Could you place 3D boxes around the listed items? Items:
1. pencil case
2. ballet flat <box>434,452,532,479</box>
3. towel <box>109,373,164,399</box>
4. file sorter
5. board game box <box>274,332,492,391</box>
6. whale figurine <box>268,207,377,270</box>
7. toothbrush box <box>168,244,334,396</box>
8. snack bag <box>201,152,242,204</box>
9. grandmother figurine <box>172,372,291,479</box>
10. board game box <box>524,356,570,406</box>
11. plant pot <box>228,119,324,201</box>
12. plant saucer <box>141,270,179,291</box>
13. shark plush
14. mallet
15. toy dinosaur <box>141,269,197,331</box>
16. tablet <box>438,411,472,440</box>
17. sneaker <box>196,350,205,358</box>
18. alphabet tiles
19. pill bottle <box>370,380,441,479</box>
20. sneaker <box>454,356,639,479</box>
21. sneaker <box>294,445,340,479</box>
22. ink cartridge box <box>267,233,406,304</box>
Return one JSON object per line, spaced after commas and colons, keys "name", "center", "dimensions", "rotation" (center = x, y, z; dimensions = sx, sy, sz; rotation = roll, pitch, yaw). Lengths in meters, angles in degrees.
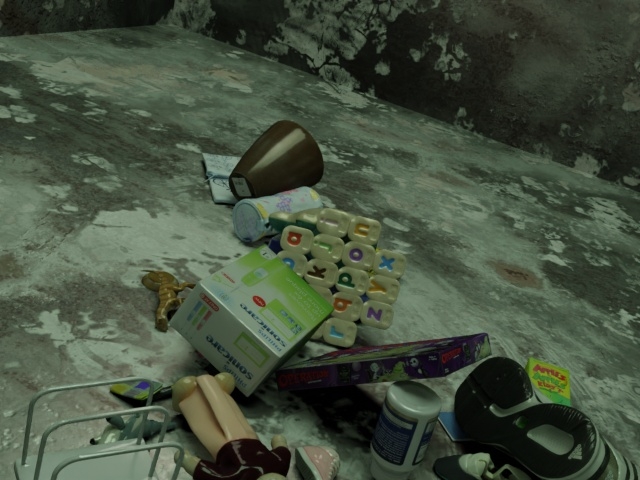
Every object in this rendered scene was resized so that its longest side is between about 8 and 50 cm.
{"name": "pencil case", "center": [-0.112, -0.074, 2.139], "dimensions": [0.124, 0.114, 0.273], "rotation": [-4, 9, 37]}
{"name": "ballet flat", "center": [0.302, 0.411, 1.390], "dimensions": [0.203, 0.074, 0.074], "rotation": [22, 26, 17]}
{"name": "towel", "center": [-0.328, 0.261, 1.416], "dimensions": [0.083, 0.009, 0.060], "rotation": [9, 23, 33]}
{"name": "file sorter", "center": [-0.281, 0.339, 1.072], "dimensions": [0.192, 0.173, 0.278], "rotation": [-2, 36, -32]}
{"name": "board game box", "center": [0.113, 0.224, 1.458], "dimensions": [0.346, 0.056, 0.208], "rotation": [-12, -8, 34]}
{"name": "whale figurine", "center": [0.000, 0.000, 1.864], "dimensions": [0.272, 0.141, 0.216], "rotation": [10, -8, 31]}
{"name": "toothbrush box", "center": [-0.126, 0.148, 1.562], "dimensions": [0.206, 0.122, 0.283], "rotation": [42, 26, 8]}
{"name": "snack bag", "center": [-0.193, -0.178, 2.418], "dimensions": [0.323, 0.037, 0.342], "rotation": [7, 26, -16]}
{"name": "grandmother figurine", "center": [-0.132, 0.341, 1.277], "dimensions": [0.207, 0.104, 0.342], "rotation": [-9, 31, -31]}
{"name": "board game box", "center": [0.482, 0.325, 1.700], "dimensions": [0.092, 0.043, 0.181], "rotation": [18, 25, 9]}
{"name": "plant pot", "center": [-0.145, -0.198, 2.260], "dimensions": [0.215, 0.215, 0.230], "rotation": [29, 47, 29]}
{"name": "plant saucer", "center": [-0.359, 0.088, 1.789], "dimensions": [0.083, 0.015, 0.083], "rotation": [12, 25, -6]}
{"name": "shark plush", "center": [-0.306, 0.327, 1.304], "dimensions": [0.067, 0.073, 0.161], "rotation": [50, 17, 23]}
{"name": "mallet", "center": [-0.249, 0.260, 1.464], "dimensions": [0.189, 0.039, 0.062], "rotation": [-6, 32, -30]}
{"name": "toy dinosaur", "center": [-0.320, 0.108, 1.695], "dimensions": [0.112, 0.064, 0.211], "rotation": [9, 29, -20]}
{"name": "tablet", "center": [0.262, 0.362, 1.550], "dimensions": [0.054, 0.006, 0.083], "rotation": [3, 26, -22]}
{"name": "sneaker", "center": [-0.219, 0.179, 1.619], "dimensions": [0.074, 0.063, 0.170], "rotation": [6, 28, -22]}
{"name": "alphabet tiles", "center": [0.036, 0.080, 1.730], "dimensions": [0.277, 0.284, 0.021], "rotation": [14, -5, 2]}
{"name": "pill bottle", "center": [0.138, 0.331, 1.352], "dimensions": [0.094, 0.169, 0.094], "rotation": [12, 24, -6]}
{"name": "sneaker", "center": [0.424, 0.386, 1.467], "dimensions": [0.257, 0.169, 0.447], "rotation": [43, -2, -17]}
{"name": "sneaker", "center": [0.009, 0.385, 1.312], "dimensions": [0.070, 0.051, 0.134], "rotation": [-2, 24, -20]}
{"name": "ink cartridge box", "center": [0.031, 0.054, 1.976], "dimensions": [0.303, 0.072, 0.307], "rotation": [22, 17, 14]}
